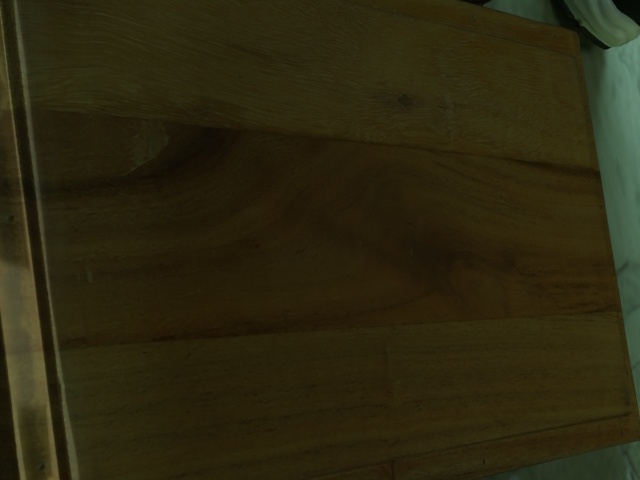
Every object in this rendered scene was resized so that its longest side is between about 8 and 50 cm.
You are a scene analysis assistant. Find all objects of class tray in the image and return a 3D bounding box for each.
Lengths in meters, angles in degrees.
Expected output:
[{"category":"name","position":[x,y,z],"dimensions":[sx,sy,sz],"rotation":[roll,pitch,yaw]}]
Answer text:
[{"category":"tray","position":[0.000,0.000,0.622],"dimensions":[0.411,0.076,0.203],"rotation":[0,80,-55]}]

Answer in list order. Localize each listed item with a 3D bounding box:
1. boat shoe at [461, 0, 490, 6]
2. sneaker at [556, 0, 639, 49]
[{"category":"boat shoe","position":[0.036,-0.135,0.719],"dimensions":[0.207,0.073,0.073],"rotation":[-6,82,-58]},{"category":"sneaker","position":[0.197,-0.249,0.963],"dimensions":[0.100,0.108,0.272],"rotation":[21,62,-50]}]
